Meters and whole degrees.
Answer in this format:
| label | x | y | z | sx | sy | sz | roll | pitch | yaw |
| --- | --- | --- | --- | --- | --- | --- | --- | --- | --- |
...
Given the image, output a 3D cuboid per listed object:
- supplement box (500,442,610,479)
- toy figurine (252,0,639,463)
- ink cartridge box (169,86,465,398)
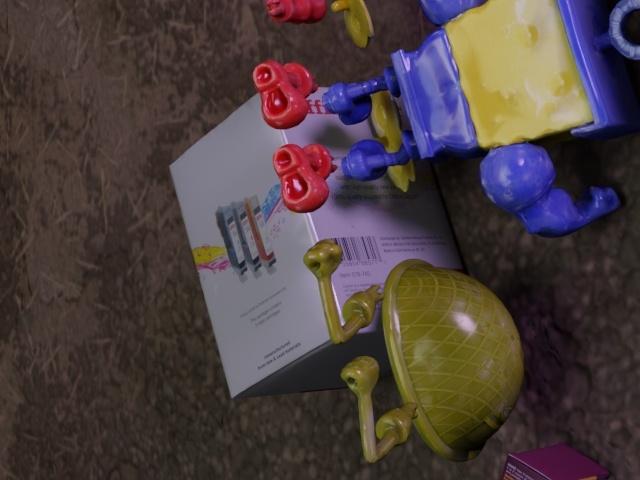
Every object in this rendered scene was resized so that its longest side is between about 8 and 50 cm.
| label | x | y | z | sx | sy | sz | roll | pitch | yaw |
| --- | --- | --- | --- | --- | --- | --- | --- | --- | --- |
| supplement box | 0.136 | 0.173 | 1.029 | 0.043 | 0.055 | 0.083 | 30 | 114 | 43 |
| toy figurine | 0.104 | -0.069 | 0.964 | 0.217 | 0.191 | 0.362 | -19 | 81 | 22 |
| ink cartridge box | 0.000 | 0.000 | 1.122 | 0.127 | 0.128 | 0.176 | -33 | 66 | 45 |
